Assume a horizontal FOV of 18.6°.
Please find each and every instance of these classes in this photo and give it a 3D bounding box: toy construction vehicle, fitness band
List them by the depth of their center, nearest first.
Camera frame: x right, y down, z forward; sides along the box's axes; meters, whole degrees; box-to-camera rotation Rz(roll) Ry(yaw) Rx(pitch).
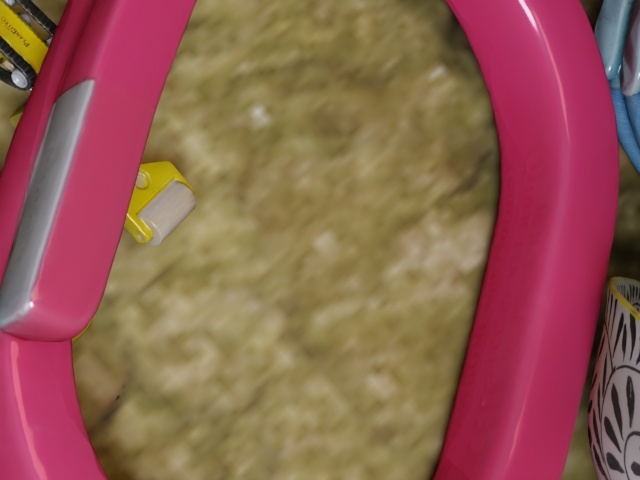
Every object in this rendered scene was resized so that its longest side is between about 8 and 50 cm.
[{"bbox_3d":[-0.096,-0.022,0.636,0.098,0.035,0.086,43,51,-8],"label":"toy construction vehicle"},{"bbox_3d":[0.000,0.000,0.638,0.209,0.054,0.291,29,64,-27],"label":"fitness band"}]

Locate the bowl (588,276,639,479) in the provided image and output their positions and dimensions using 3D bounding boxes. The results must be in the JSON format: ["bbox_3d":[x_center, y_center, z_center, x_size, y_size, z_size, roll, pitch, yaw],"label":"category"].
[{"bbox_3d":[0.150,0.089,0.653,0.170,0.170,0.080,28,100,-13],"label":"bowl"}]

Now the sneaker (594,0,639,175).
[{"bbox_3d":[0.160,-0.114,0.651,0.127,0.208,0.319,-8,115,-14],"label":"sneaker"}]
